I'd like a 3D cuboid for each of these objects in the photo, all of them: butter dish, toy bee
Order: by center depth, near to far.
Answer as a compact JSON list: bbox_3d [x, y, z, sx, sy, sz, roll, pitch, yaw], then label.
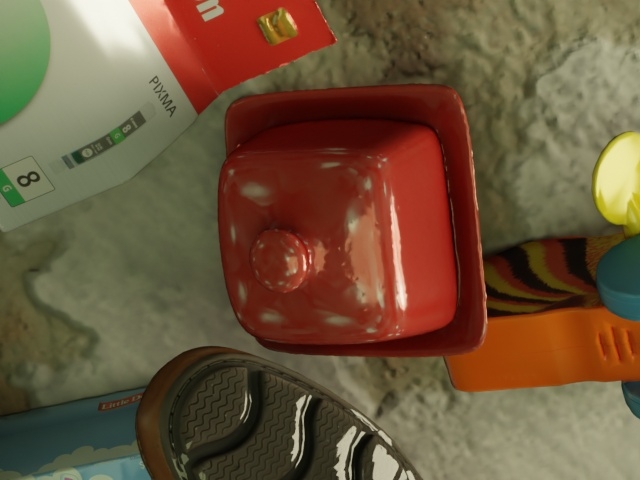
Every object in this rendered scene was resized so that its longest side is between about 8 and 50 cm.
[{"bbox_3d":[0.000,0.000,1.077,0.160,0.118,0.160,-1,103,28],"label":"butter dish"},{"bbox_3d":[0.227,0.037,1.124,0.298,0.162,0.195,18,129,17],"label":"toy bee"}]

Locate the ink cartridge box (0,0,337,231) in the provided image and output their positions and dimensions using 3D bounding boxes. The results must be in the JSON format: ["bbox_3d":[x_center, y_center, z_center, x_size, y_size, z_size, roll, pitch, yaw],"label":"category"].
[{"bbox_3d":[-0.124,-0.117,1.066,0.224,0.056,0.181,-21,130,11],"label":"ink cartridge box"}]

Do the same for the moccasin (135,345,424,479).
[{"bbox_3d":[0.020,0.190,1.172,0.380,0.147,0.139,39,77,-34],"label":"moccasin"}]

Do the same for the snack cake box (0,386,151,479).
[{"bbox_3d":[-0.191,0.195,1.218,0.264,0.089,0.152,-12,115,6],"label":"snack cake box"}]
